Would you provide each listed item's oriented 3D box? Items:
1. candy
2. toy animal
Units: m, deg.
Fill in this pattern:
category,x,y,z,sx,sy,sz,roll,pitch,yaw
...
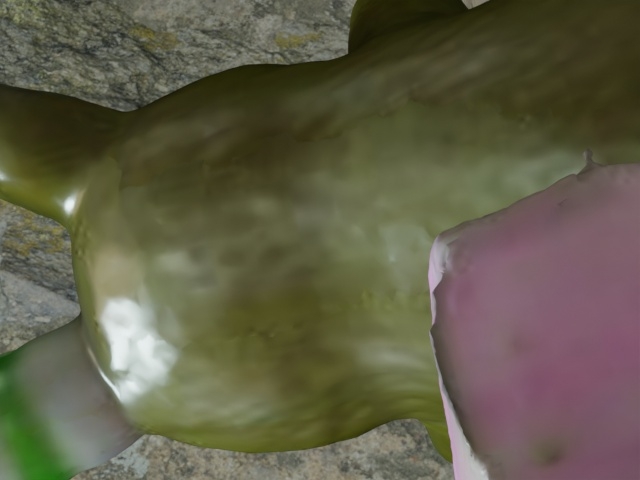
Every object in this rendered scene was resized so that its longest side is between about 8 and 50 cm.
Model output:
category,x,y,z,sx,sy,sz,roll,pitch,yaw
candy,0.116,0.082,0.520,0.265,0.155,0.116,75,-174,-61
toy animal,0.012,-0.002,0.663,0.180,0.363,0.181,-8,-92,-74
